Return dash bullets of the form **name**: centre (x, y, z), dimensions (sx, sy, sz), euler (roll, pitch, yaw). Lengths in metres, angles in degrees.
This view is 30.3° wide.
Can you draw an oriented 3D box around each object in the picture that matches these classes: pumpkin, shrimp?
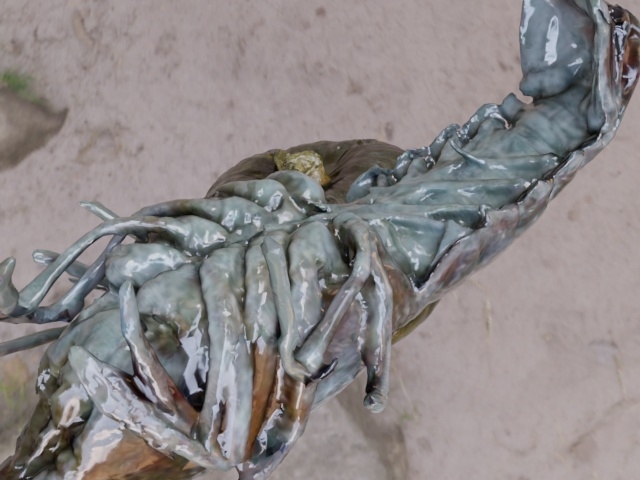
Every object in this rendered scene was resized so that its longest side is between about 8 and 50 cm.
- **pumpkin**: centre (0.000, 0.000, 0.955), dimensions (0.224, 0.223, 0.157), euler (-13, 116, -1)
- **shrimp**: centre (-0.015, 0.012, 0.553), dimensions (0.411, 0.221, 0.166), euler (-26, 124, -17)
